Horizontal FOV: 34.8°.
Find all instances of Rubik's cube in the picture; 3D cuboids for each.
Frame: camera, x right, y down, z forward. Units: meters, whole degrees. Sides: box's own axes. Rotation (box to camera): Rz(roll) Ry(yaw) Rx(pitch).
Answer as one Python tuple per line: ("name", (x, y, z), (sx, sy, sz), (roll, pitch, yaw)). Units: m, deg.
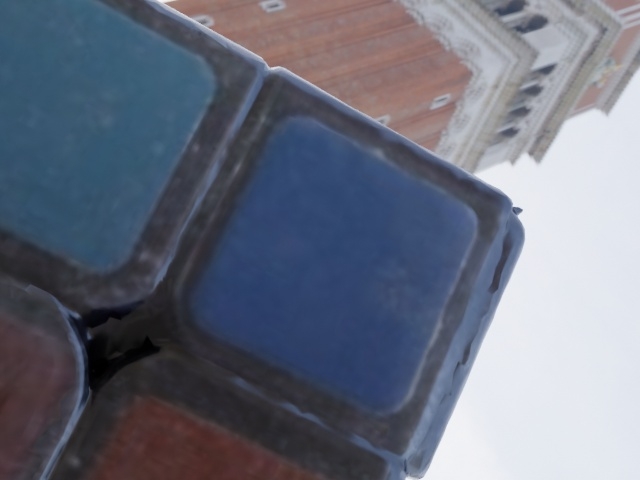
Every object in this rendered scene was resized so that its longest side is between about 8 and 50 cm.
("Rubik's cube", (-0.177, 0.082, 0.476), (0.363, 0.359, 0.362), (31, -17, -10))
